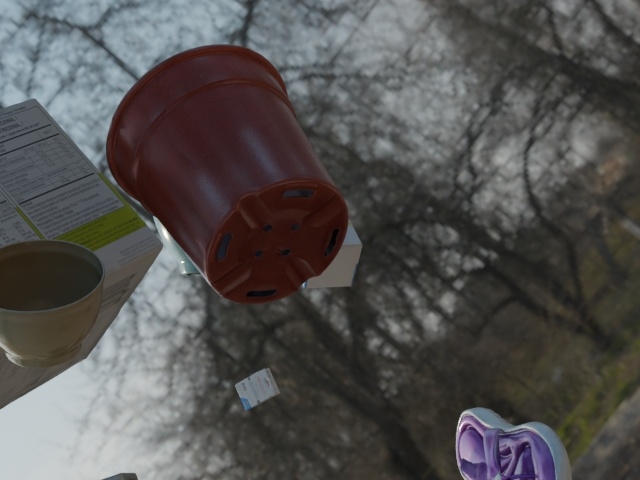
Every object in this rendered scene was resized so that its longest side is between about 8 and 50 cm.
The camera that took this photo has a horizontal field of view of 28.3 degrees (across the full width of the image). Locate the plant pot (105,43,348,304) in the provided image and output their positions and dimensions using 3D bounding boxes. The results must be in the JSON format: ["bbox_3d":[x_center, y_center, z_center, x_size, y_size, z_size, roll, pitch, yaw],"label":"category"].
[{"bbox_3d":[-0.109,-0.073,1.672,0.272,0.265,0.272,-19,-43,-19],"label":"plant pot"}]

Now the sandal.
[{"bbox_3d":[0.244,0.333,1.783,0.416,0.102,0.169,171,96,-80],"label":"sandal"}]

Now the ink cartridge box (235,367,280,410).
[{"bbox_3d":[-0.100,0.245,2.116,0.028,0.048,0.083,-15,-14,-48],"label":"ink cartridge box"}]

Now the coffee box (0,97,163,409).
[{"bbox_3d":[-0.517,0.041,1.951,0.338,0.334,0.338,-32,-14,-49],"label":"coffee box"}]

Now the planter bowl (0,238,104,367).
[{"bbox_3d":[-0.341,0.086,1.542,0.162,0.162,0.109,-40,-40,-49],"label":"planter bowl"}]

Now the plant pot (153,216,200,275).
[{"bbox_3d":[-0.198,-0.030,2.541,0.293,0.293,0.196,16,-108,-80],"label":"plant pot"}]

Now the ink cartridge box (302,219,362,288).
[{"bbox_3d":[0.000,0.000,2.141,0.089,0.143,0.092,-3,-51,-20],"label":"ink cartridge box"}]

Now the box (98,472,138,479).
[{"bbox_3d":[-0.314,0.410,1.913,0.087,0.102,0.101,-18,-11,1],"label":"box"}]
